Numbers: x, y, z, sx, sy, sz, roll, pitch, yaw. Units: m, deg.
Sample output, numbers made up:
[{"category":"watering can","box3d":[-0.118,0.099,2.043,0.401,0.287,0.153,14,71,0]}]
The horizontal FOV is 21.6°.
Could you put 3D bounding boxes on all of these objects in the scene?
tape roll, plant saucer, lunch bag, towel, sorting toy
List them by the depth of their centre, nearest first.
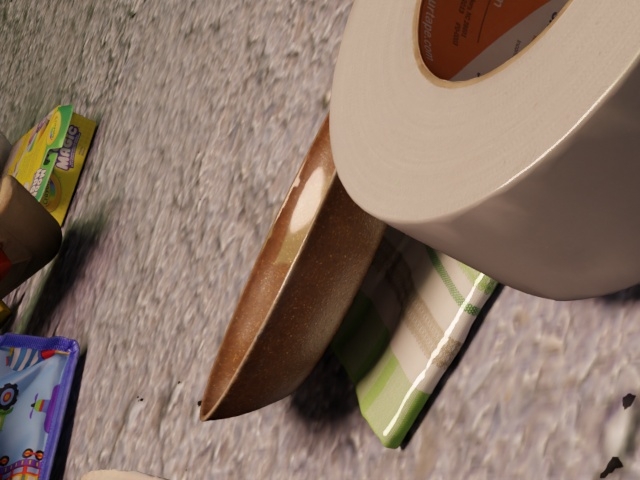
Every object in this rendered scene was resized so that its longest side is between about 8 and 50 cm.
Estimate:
[{"category":"tape roll","box3d":[0.096,-0.091,0.607,0.219,0.072,0.219,-42,32,34]},{"category":"towel","box3d":[0.049,0.001,0.731,0.152,0.023,0.113,-61,20,15]},{"category":"plant saucer","box3d":[0.000,0.000,0.786,0.198,0.036,0.198,-156,90,-85]},{"category":"lunch bag","box3d":[-0.274,0.228,1.166,0.221,0.138,0.293,-45,39,40]},{"category":"sorting toy","box3d":[-0.294,0.064,1.350,0.229,0.041,0.307,-43,-8,-6]}]

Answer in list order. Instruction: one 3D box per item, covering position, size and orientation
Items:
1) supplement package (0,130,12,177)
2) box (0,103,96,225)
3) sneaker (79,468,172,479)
[{"category":"supplement package","box3d":[-0.393,-0.029,1.559,0.194,0.149,0.203,66,-144,-64]},{"category":"box","box3d":[-0.251,-0.054,1.500,0.179,0.043,0.105,-24,47,65]},{"category":"sneaker","box3d":[-0.089,0.188,0.768,0.302,0.108,0.121,136,150,-62]}]
